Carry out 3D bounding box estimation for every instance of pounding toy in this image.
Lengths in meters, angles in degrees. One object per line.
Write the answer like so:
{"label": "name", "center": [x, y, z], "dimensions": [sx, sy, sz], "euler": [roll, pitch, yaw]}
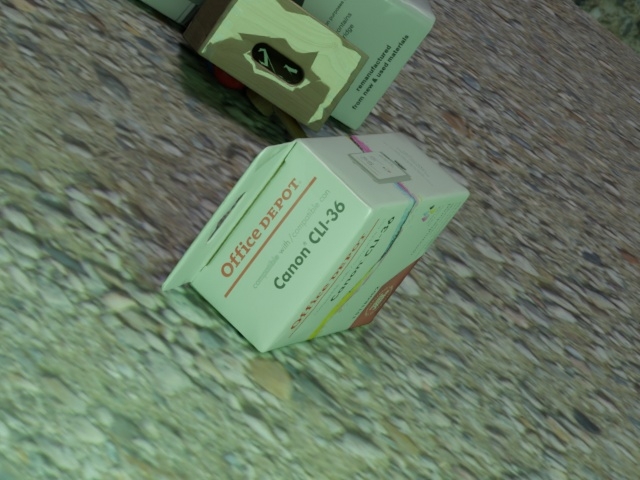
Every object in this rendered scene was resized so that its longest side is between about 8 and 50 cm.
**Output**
{"label": "pounding toy", "center": [-0.030, -0.126, 1.443], "dimensions": [0.141, 0.100, 0.130], "euler": [34, 5, -15]}

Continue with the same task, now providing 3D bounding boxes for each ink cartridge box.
{"label": "ink cartridge box", "center": [-0.064, -0.245, 1.589], "dimensions": [0.289, 0.121, 0.211], "euler": [30, 20, -18]}
{"label": "ink cartridge box", "center": [0.000, 0.000, 1.137], "dimensions": [0.067, 0.115, 0.198], "euler": [43, 21, 17]}
